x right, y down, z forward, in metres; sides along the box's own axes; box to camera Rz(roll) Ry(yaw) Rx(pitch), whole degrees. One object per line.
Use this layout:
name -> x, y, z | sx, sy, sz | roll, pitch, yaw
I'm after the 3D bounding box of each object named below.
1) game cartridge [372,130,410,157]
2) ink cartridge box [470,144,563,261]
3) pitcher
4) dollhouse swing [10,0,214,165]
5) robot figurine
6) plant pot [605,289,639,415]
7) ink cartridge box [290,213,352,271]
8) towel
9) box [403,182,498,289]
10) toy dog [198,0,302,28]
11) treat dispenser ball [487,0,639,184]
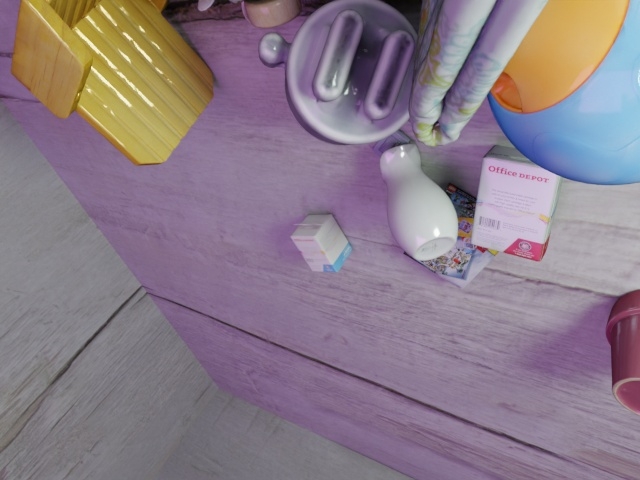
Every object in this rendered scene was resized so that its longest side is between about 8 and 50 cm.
game cartridge -> 0.143, -0.190, 1.058 | 0.056, 0.017, 0.083 | 42, 148, -1
ink cartridge box -> 0.345, -0.067, 0.927 | 0.127, 0.072, 0.175 | 18, 126, 28
pitcher -> 0.186, -0.057, 1.036 | 0.125, 0.207, 0.178 | -18, 149, 1
dollhouse swing -> -0.324, -0.363, 0.993 | 0.305, 0.347, 0.315 | 38, 149, -19
robot figurine -> 0.045, -0.252, 0.833 | 0.299, 0.200, 0.353 | 22, -173, -9
plant pot -> 0.621, 0.219, 0.962 | 0.201, 0.180, 0.201 | 24, 145, 19
ink cartridge box -> 0.000, 0.000, 1.364 | 0.092, 0.090, 0.143 | 0, 132, 43
towel -> 0.164, -0.316, 0.526 | 0.090, 0.321, 0.374 | 12, 165, 1
box -> 0.290, -0.001, 1.127 | 0.159, 0.044, 0.233 | 33, 147, 7
toy dog -> -0.158, -0.421, 0.795 | 0.333, 0.160, 0.220 | 37, 150, 60
treat dispenser ball -> 0.335, -0.208, 0.598 | 0.288, 0.288, 0.288 | 25, 146, 18
